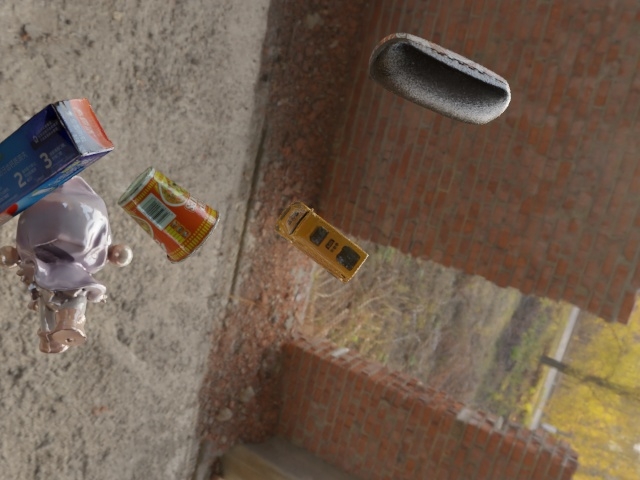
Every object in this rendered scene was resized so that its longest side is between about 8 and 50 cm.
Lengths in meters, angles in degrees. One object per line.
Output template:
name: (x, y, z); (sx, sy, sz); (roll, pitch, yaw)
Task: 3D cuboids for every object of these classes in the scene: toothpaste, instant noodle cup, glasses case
toothpaste: (-0.421, -0.084, 0.815); (0.076, 0.320, 0.066); (63, 28, -6)
instant noodle cup: (-0.402, -0.073, 1.544); (0.212, 0.193, 0.193); (43, 65, -24)
glasses case: (0.211, -0.279, 1.044); (0.103, 0.267, 0.067); (-48, -149, 47)

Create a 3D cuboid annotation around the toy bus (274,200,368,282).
toy bus: (0.000, 0.000, 1.014); (0.069, 0.162, 0.074); (-53, -179, -7)

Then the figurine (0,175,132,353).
figurine: (-0.393, 0.031, 0.912); (0.133, 0.200, 0.276); (120, -35, -61)
